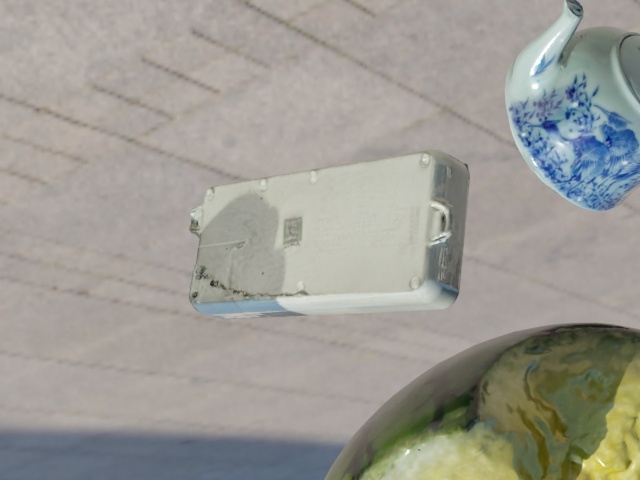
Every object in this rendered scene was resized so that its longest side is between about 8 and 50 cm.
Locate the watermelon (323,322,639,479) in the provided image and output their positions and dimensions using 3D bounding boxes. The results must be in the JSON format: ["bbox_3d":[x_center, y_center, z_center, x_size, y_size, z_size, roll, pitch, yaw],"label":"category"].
[{"bbox_3d":[0.150,0.179,0.781,0.331,0.189,0.331,4,124,5],"label":"watermelon"}]

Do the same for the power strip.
[{"bbox_3d":[0.000,0.000,0.716,0.192,0.081,0.035,-6,162,40],"label":"power strip"}]

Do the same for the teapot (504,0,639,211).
[{"bbox_3d":[0.255,-0.116,1.108,0.232,0.159,0.159,30,143,-26],"label":"teapot"}]
